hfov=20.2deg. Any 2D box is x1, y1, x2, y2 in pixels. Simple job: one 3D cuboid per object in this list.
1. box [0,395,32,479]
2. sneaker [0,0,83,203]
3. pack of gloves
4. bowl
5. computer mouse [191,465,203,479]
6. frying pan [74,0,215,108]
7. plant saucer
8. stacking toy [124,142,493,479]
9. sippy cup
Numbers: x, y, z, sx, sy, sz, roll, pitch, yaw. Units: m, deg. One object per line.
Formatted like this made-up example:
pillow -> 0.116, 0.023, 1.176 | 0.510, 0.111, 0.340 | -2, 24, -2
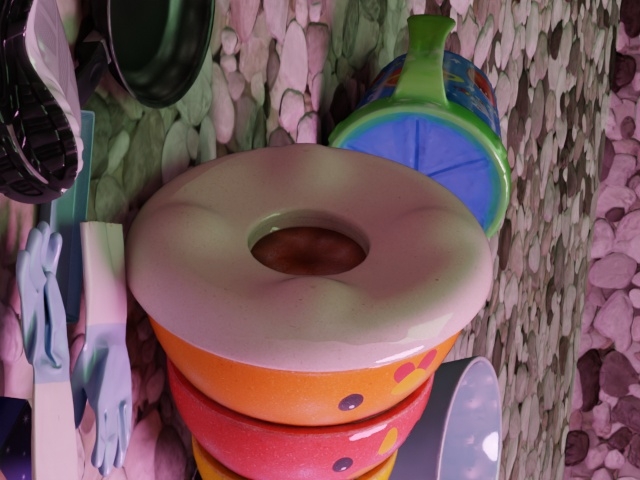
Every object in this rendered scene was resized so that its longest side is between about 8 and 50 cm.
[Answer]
box -> -0.266, 0.232, 1.527 | 0.225, 0.036, 0.136 | 73, 30, -43
sneaker -> -0.248, -0.168, 1.407 | 0.108, 0.100, 0.271 | -90, 171, -69
pack of gloves -> -0.225, 0.098, 1.568 | 0.195, 0.046, 0.232 | 4, 82, -70
bowl -> 0.127, 0.299, 2.411 | 0.311, 0.163, 0.311 | 6, 90, -70
computer mouse -> -0.121, 0.302, 1.920 | 0.106, 0.042, 0.193 | 29, 69, -54
frying pan -> -0.176, -0.170, 1.646 | 0.197, 0.053, 0.326 | 64, 41, -50
plant saucer -> -0.228, -0.021, 1.591 | 0.067, 0.018, 0.192 | -1, 97, -69
stacking toy -> -0.018, 0.175, 1.814 | 0.350, 0.351, 0.480 | -57, 154, -52
sippy cup -> 0.131, -0.124, 2.271 | 0.305, 0.240, 0.224 | -47, -166, 32
